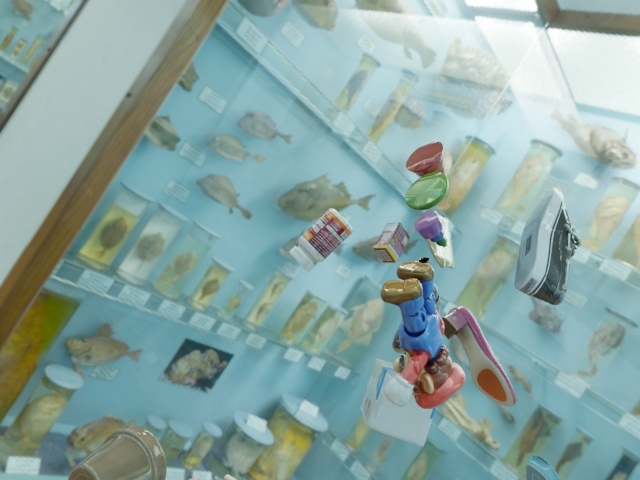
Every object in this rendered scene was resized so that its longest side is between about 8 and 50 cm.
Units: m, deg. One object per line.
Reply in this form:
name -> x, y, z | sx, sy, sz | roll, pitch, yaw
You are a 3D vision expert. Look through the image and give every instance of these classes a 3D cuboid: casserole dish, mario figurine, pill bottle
casserole dish -> 0.669, 0.744, 1.542 | 0.114, 0.037, 0.188 | 25, -51, 63
mario figurine -> 0.185, 0.213, 1.068 | 0.170, 0.198, 0.320 | 32, -40, 64
pill bottle -> 0.000, 0.000, 1.808 | 0.121, 0.221, 0.121 | 46, -3, 3

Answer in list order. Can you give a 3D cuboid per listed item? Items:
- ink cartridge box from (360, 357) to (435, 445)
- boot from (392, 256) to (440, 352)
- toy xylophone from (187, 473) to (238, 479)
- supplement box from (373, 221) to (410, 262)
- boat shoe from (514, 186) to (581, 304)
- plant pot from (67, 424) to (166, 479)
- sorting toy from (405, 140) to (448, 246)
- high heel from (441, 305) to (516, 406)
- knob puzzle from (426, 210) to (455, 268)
ink cartridge box -> 0.229, 0.466, 1.503 | 0.168, 0.171, 0.233 | 19, -5, 1
boot -> 0.269, 0.187, 1.500 | 0.090, 0.248, 0.207 | 5, -59, 39
toy xylophone -> -0.154, 0.475, 0.751 | 0.322, 0.236, 0.081 | 7, -38, 31
supplement box -> 0.169, 0.005, 1.209 | 0.043, 0.083, 0.055 | -3, -46, 46
boat shoe -> 0.508, 0.008, 1.109 | 0.105, 0.306, 0.113 | 27, -42, 3
plant pot -> -0.676, 0.760, 1.647 | 0.263, 0.263, 0.229 | 33, 12, 22
sorting toy -> 0.318, -0.119, 1.412 | 0.126, 0.127, 0.365 | 46, 35, -32
high heel -> 0.585, 0.394, 1.804 | 0.181, 0.127, 0.377 | -15, 65, -44
knob puzzle -> 0.377, -0.003, 1.663 | 0.030, 0.213, 0.213 | -15, -33, 35
